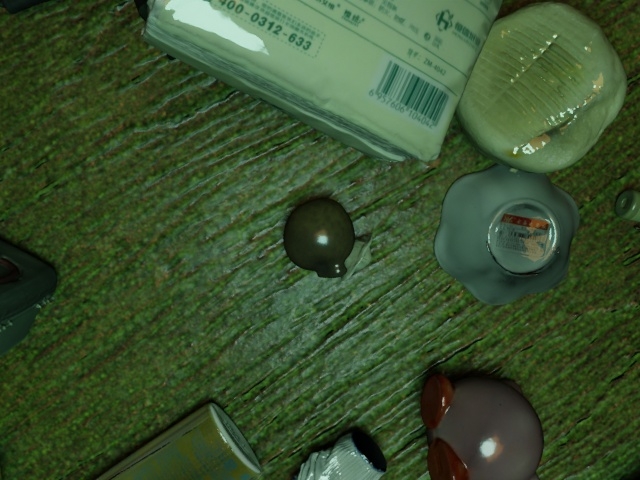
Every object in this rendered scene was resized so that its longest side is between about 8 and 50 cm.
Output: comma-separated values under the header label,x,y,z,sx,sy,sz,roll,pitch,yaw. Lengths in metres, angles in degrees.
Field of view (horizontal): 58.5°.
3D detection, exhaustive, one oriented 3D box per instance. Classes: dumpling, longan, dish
label,x,y,z,sx,sy,sz,roll,pitch,yaw
dumpling,0.054,0.025,0.846,0.077,0.059,0.043,-34,106,5
longan,0.000,0.000,0.820,0.106,0.106,0.119,-22,82,0
dish,0.287,-0.008,0.840,0.230,0.081,0.229,0,95,-2

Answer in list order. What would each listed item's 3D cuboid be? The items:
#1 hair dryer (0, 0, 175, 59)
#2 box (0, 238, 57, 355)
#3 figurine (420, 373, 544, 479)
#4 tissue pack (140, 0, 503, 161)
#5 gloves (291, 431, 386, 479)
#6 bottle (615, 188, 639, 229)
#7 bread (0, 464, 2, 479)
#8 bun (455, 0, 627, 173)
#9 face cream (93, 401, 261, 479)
label,x,y,z,sx,sy,sz,roll,pitch,yaw
hair dryer,-0.297,-0.337,0.788,0.303,0.116,0.244,-16,96,11
box,-0.466,0.087,0.761,0.148,0.210,0.129,28,101,-3
figurine,0.237,0.283,0.826,0.173,0.173,0.173,0,96,-2
tissue pack,0.012,-0.298,0.696,0.380,0.207,0.297,24,92,-24
gloves,0.006,0.391,0.862,0.119,0.097,0.229,42,88,-1
bottle,0.503,-0.043,0.865,0.101,0.047,0.063,14,131,-8
bread,-0.599,0.366,0.811,0.270,0.148,0.269,0,95,-2
bun,0.304,-0.202,0.798,0.229,0.145,0.229,-4,82,30
face cream,-0.243,0.377,0.865,0.285,0.067,0.139,-34,95,1
